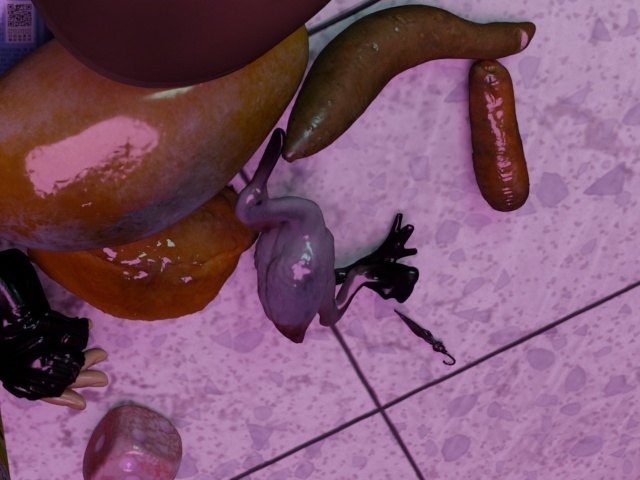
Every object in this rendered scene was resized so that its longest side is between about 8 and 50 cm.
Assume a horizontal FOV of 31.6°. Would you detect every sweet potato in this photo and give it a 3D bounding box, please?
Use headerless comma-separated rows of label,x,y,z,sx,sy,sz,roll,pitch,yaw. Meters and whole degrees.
sweet potato,0.071,-0.181,1.153,0.346,0.108,0.079,-29,166,-27

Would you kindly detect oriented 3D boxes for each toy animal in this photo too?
toy animal,-0.022,0.012,1.228,0.195,0.090,0.324,-50,140,7

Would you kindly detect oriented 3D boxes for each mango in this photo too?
mango,-0.163,-0.120,1.074,0.384,0.199,0.221,-32,153,-23

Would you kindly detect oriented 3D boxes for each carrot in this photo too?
carrot,0.194,-0.115,1.255,0.060,0.060,0.186,-17,119,-2

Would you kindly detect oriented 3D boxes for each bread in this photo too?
bread,-0.190,0.010,1.204,0.260,0.134,0.129,7,119,-15

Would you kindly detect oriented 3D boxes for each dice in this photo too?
dice,-0.227,0.262,1.364,0.091,0.094,0.093,29,111,-25

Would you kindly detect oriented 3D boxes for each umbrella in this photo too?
umbrella,0.132,0.119,1.402,0.022,0.013,0.122,-26,125,30

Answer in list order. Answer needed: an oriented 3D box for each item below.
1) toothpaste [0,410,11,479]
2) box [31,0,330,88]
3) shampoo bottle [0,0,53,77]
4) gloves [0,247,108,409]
toothpaste,-0.377,0.193,1.162,0.077,0.327,0.110,-20,120,-10
box,-0.093,-0.282,0.885,0.301,0.216,0.300,3,84,-28
shampoo bottle,-0.306,-0.227,1.086,0.104,0.061,0.258,2,119,-12
gloves,-0.310,0.107,1.224,0.124,0.164,0.203,-28,106,-19
